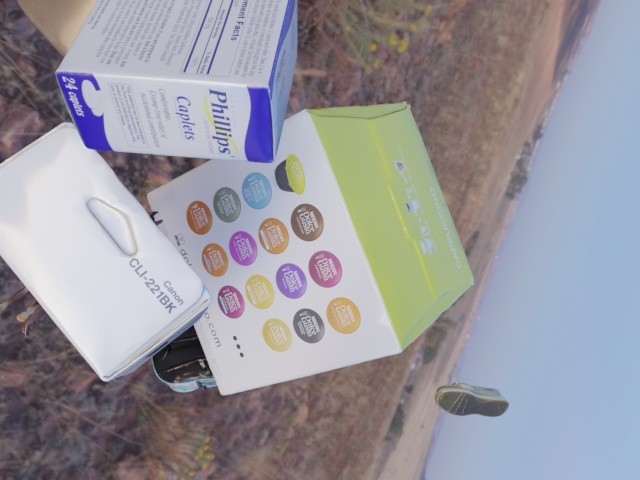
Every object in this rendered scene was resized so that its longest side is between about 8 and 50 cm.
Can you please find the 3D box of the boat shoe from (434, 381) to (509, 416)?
[{"bbox_3d":[0.272,0.285,1.146,0.048,0.153,0.056,-112,-143,-56],"label":"boat shoe"}]

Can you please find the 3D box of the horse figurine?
[{"bbox_3d":[-0.361,0.044,0.898,0.263,0.066,0.174,-37,-175,37],"label":"horse figurine"}]

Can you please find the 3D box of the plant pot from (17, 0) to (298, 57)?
[{"bbox_3d":[-0.190,-0.286,0.676,0.229,0.263,0.263,-42,164,4],"label":"plant pot"}]

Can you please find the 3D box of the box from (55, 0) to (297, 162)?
[{"bbox_3d":[-0.091,-0.125,0.444,0.072,0.137,0.126,90,6,-52],"label":"box"}]

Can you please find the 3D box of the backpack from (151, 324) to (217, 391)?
[{"bbox_3d":[-0.267,0.247,1.372,0.144,0.188,0.166,91,-10,-66],"label":"backpack"}]

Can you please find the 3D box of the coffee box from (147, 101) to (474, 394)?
[{"bbox_3d":[0.000,0.000,1.008,0.338,0.334,0.338,-22,92,-57],"label":"coffee box"}]

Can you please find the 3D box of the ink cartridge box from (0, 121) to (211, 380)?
[{"bbox_3d":[-0.217,0.028,0.630,0.114,0.197,0.273,-39,180,-17],"label":"ink cartridge box"}]
